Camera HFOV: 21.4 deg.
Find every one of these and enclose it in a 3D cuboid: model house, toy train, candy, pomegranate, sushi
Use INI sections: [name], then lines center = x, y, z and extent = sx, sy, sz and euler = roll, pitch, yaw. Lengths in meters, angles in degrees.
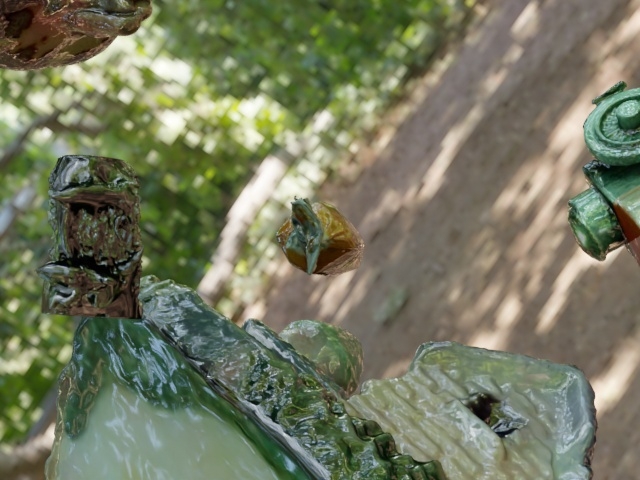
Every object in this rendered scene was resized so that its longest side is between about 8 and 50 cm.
[model house]
center = 0.020, 0.148, 1.079
extent = 0.284, 0.298, 0.243
euler = -18, -45, -42
[toy train]
center = 0.295, -0.055, 1.043
extent = 0.285, 0.116, 0.177
euler = -28, 37, -1
[candy]
center = 0.000, 0.000, 1.135
extent = 0.046, 0.053, 0.182
euler = -41, -8, 4
[pomegranate]
center = -0.152, -0.141, 0.919
extent = 0.125, 0.138, 0.163
euler = -52, 56, 21
[sushi]
center = -0.118, -0.002, 0.883
extent = 0.084, 0.056, 0.083
euler = 154, 120, -82
